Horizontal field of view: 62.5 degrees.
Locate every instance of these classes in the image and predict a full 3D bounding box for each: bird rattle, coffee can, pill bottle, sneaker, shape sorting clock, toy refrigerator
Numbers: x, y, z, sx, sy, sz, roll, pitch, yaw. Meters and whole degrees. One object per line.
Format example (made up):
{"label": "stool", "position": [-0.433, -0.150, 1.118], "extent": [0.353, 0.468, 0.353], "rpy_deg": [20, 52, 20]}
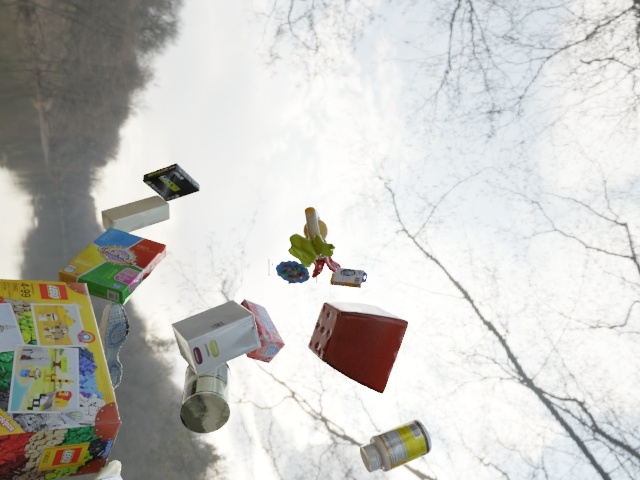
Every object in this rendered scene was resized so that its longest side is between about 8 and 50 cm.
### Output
{"label": "bird rattle", "position": [0.000, 0.000, 1.660], "extent": [0.253, 0.143, 0.206], "rpy_deg": [30, 50, -70]}
{"label": "coffee can", "position": [-0.482, 0.645, 2.238], "extent": [0.275, 0.202, 0.201], "rpy_deg": [-114, -153, -67]}
{"label": "pill bottle", "position": [0.238, 0.660, 1.684], "extent": [0.117, 0.215, 0.117], "rpy_deg": [165, -90, -72]}
{"label": "sneaker", "position": [-0.730, 0.353, 1.759], "extent": [0.130, 0.111, 0.296], "rpy_deg": [8, -95, 21]}
{"label": "shape sorting clock", "position": [-0.511, 0.583, 1.162], "extent": [0.040, 0.206, 0.206], "rpy_deg": [30, -45, 8]}
{"label": "toy refrigerator", "position": [-0.803, -0.107, 2.305], "extent": [0.102, 0.270, 0.094], "rpy_deg": [32, -50, 32]}

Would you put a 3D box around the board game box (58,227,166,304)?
{"label": "board game box", "position": [-0.744, 0.085, 1.920], "extent": [0.316, 0.243, 0.064], "rpy_deg": [-67, 172, -57]}

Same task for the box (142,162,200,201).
{"label": "box", "position": [-0.685, -0.264, 2.432], "extent": [0.190, 0.184, 0.045], "rpy_deg": [51, 30, -55]}

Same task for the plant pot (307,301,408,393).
{"label": "plant pot", "position": [0.111, 0.350, 1.870], "extent": [0.267, 0.236, 0.267], "rpy_deg": [16, -94, 69]}

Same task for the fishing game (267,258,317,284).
{"label": "fishing game", "position": [-0.144, 0.170, 2.685], "extent": [0.189, 0.264, 0.041], "rpy_deg": [97, 5, -48]}

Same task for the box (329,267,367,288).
{"label": "box", "position": [0.109, 0.142, 2.003], "extent": [0.081, 0.136, 0.028], "rpy_deg": [-70, 164, -49]}

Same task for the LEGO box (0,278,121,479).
{"label": "LEGO box", "position": [-0.734, 0.318, 1.262], "extent": [0.500, 0.373, 0.193], "rpy_deg": [51, -57, 43]}

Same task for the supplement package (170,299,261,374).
{"label": "supplement package", "position": [-0.393, 0.358, 1.990], "extent": [0.204, 0.262, 0.145], "rpy_deg": [20, -54, 57]}

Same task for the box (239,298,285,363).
{"label": "box", "position": [-0.321, 0.452, 2.640], "extent": [0.142, 0.154, 0.300], "rpy_deg": [-50, -136, 12]}
